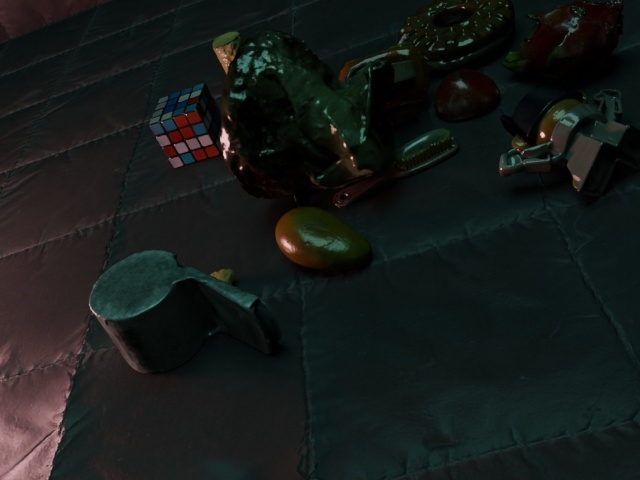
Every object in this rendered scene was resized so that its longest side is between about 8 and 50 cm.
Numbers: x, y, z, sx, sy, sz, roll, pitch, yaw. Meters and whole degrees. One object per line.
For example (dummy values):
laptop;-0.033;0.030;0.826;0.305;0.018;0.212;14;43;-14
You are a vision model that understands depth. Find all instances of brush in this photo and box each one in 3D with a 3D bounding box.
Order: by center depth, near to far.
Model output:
brush;0.161;-0.169;1.677;0.312;0.067;0.072;-28;37;-1

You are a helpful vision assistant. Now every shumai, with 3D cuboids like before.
shumai;-0.003;-0.243;1.637;0.348;0.395;0.395;16;50;23

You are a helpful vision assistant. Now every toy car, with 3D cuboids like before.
toy car;0.146;-0.391;1.817;0.235;0.145;0.235;-15;5;1

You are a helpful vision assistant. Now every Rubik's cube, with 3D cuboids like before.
Rubik's cube;-0.361;-0.317;2.080;0.151;0.155;0.154;-15;37;16

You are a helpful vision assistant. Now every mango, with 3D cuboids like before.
mango;0.000;0.000;1.533;0.227;0.099;0.136;23;50;35

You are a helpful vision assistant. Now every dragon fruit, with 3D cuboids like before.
dragon fruit;0.561;-0.466;1.733;0.200;0.198;0.269;-48;27;-12

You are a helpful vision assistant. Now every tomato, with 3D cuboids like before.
tomato;0.343;-0.359;1.784;0.159;0.091;0.139;-5;42;21

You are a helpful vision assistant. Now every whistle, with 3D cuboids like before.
whistle;-0.262;0.131;1.458;0.404;0.168;0.188;-7;41;16

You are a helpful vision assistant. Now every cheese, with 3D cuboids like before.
cheese;-0.254;-0.545;2.292;0.093;0.167;0.123;-28;33;-2

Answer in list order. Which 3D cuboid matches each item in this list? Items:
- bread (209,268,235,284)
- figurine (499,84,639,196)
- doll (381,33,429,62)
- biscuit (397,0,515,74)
bread;-0.223;0.099;1.585;0.083;0.035;0.070;-17;36;21
figurine;0.489;-0.215;1.480;0.308;0.143;0.309;0;37;0
doll;0.169;-0.423;1.954;0.227;0.114;0.057;-40;6;23
biscuit;0.363;-0.564;2.018;0.331;0.103;0.332;-15;38;12
